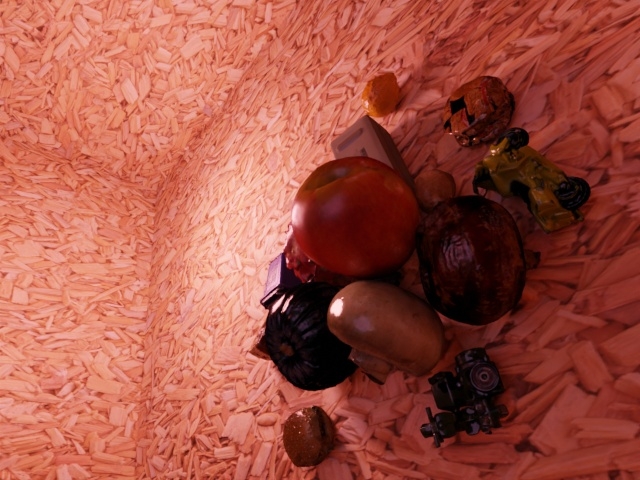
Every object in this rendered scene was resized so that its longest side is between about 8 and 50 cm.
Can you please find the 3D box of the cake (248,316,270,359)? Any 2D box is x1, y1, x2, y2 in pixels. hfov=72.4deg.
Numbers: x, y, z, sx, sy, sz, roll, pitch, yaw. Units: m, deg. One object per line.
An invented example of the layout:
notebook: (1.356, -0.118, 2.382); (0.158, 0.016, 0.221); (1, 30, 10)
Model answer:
cake: (-0.227, 0.376, 1.850); (0.112, 0.135, 0.245); (-28, 53, 43)

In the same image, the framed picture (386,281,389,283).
framed picture: (0.230, 0.224, 1.415); (0.109, 0.011, 0.149); (32, 110, 43)

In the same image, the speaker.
speaker: (0.192, -0.262, 1.591); (0.184, 0.183, 0.406); (-39, 47, 27)

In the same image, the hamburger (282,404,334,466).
hamburger: (-0.055, 0.678, 1.509); (0.215, 0.122, 0.189); (-44, 46, 33)

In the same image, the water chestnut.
water chestnut: (0.408, 0.045, 1.124); (0.302, 0.350, 0.350); (-7, 60, 3)

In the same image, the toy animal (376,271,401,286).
toy animal: (0.213, 0.053, 1.494); (0.148, 0.085, 0.232); (-50, 45, 26)

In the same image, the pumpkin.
pumpkin: (-0.021, 0.324, 1.471); (0.363, 0.266, 0.363); (15, 110, 44)

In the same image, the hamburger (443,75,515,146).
hamburger: (0.483, -0.403, 1.354); (0.231, 0.107, 0.230); (-36, 41, 40)

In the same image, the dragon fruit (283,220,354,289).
dragon fruit: (0.000, 0.000, 1.641); (0.386, 0.249, 0.371); (-62, 35, 27)

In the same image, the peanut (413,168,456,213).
peanut: (0.348, -0.147, 1.327); (0.122, 0.253, 0.137); (-16, 96, 20)

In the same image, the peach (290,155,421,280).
peach: (0.114, -0.054, 1.295); (0.388, 0.388, 0.388); (-25, 55, 43)

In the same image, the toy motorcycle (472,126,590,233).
toy motorcycle: (0.527, -0.155, 1.152); (0.206, 0.142, 0.342); (-51, 39, 26)

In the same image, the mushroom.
mushroom: (0.177, 0.253, 1.224); (0.352, 0.352, 0.260); (25, 83, 53)

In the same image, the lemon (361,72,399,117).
lemon: (0.235, -0.566, 1.703); (0.187, 0.142, 0.142); (-59, 38, 10)

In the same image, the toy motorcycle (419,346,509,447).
toy motorcycle: (0.354, 0.404, 1.123); (0.275, 0.127, 0.205); (-35, 52, 33)

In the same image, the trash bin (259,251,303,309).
trash bin: (-0.138, 0.185, 1.818); (0.162, 0.184, 0.234); (-41, 34, 32)
